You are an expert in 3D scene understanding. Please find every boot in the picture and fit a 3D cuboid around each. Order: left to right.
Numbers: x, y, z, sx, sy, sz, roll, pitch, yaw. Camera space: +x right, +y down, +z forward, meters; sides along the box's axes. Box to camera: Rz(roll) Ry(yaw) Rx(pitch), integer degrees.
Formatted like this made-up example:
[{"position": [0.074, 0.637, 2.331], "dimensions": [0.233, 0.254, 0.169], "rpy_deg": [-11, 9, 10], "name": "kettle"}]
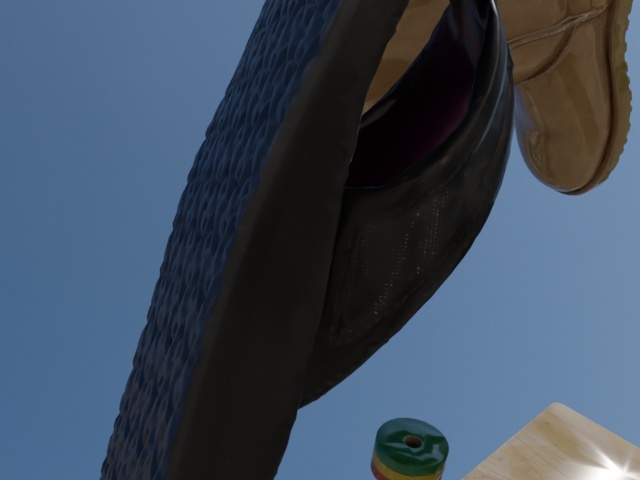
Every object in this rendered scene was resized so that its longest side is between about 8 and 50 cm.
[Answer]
[{"position": [0.090, -0.101, 0.723], "dimensions": [0.269, 0.089, 0.236], "rpy_deg": [-24, -56, -31], "name": "boot"}]

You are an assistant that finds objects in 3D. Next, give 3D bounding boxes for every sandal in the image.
[{"position": [-0.001, 0.001, 0.480], "dimensions": [0.107, 0.167, 0.446], "rpy_deg": [17, -82, -19], "name": "sandal"}]

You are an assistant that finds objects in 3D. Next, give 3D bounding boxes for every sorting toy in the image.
[{"position": [0.168, 0.176, 0.646], "dimensions": [0.132, 0.274, 0.046], "rpy_deg": [-26, -45, -44], "name": "sorting toy"}]
